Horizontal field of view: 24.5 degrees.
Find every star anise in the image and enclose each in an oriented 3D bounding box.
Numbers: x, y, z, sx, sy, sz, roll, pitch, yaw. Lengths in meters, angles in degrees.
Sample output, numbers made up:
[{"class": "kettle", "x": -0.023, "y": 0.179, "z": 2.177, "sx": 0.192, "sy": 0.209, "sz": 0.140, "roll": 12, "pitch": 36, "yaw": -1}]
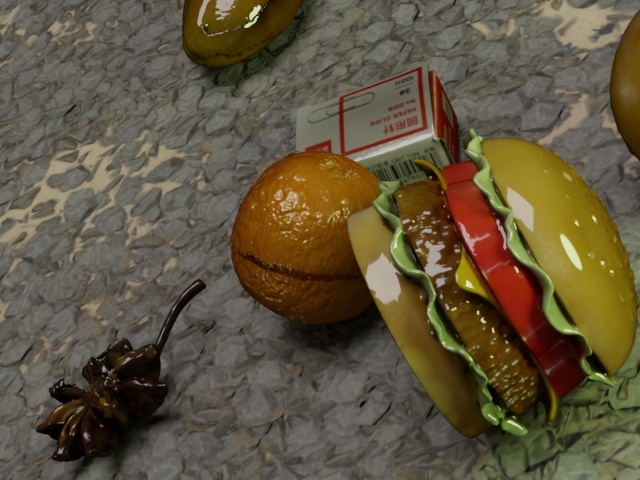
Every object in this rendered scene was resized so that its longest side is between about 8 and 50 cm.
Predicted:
[{"class": "star anise", "x": -0.212, "y": 0.156, "z": 1.612, "sx": 0.234, "sy": 0.073, "sz": 0.177, "roll": -39, "pitch": 29, "yaw": 16}]

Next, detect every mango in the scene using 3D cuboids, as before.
[{"class": "mango", "x": -0.110, "y": -0.334, "z": 2.021, "sx": 0.166, "sy": 0.136, "sz": 0.236, "roll": 10, "pitch": 59, "yaw": 34}]

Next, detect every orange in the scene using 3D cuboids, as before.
[{"class": "orange", "x": 0.000, "y": 0.000, "z": 1.565, "sx": 0.161, "sy": 0.193, "sz": 0.193, "roll": 18, "pitch": 59, "yaw": 34}]

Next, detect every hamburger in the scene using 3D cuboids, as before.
[{"class": "hamburger", "x": 0.175, "y": 0.032, "z": 1.358, "sx": 0.212, "sy": 0.274, "sz": 0.274, "roll": -29, "pitch": 39, "yaw": 13}]

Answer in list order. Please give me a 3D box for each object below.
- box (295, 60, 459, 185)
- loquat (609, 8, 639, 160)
[{"class": "box", "x": 0.067, "y": -0.110, "z": 1.703, "sx": 0.182, "sy": 0.099, "sz": 0.133, "roll": -16, "pitch": 43, "yaw": 18}, {"class": "loquat", "x": 0.400, "y": -0.157, "z": 1.446, "sx": 0.235, "sy": 0.235, "sz": 0.235, "roll": -17, "pitch": 41, "yaw": 16}]
